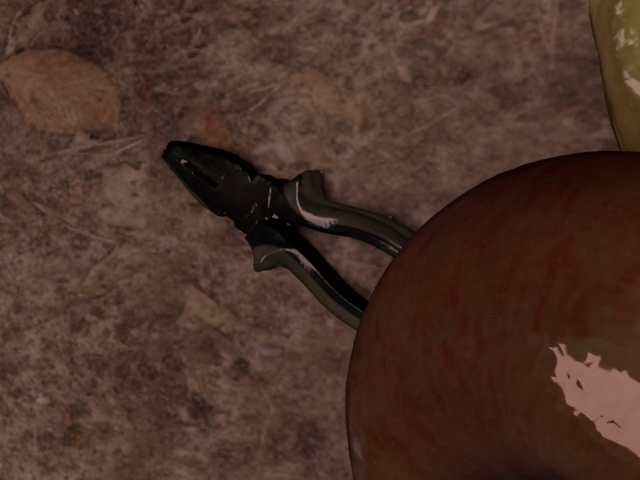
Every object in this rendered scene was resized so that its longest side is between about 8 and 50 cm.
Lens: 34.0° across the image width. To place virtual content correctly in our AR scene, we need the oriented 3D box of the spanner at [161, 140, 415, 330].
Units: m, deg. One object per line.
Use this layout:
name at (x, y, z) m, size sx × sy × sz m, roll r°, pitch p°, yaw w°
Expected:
spanner at (0.000, 0.000, 0.833) m, size 0.325 × 0.040 × 0.095 m, roll 31°, pitch 105°, yaw 21°

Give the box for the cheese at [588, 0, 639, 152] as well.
cheese at (0.277, -0.137, 0.655) m, size 0.214 × 0.117 × 0.225 m, roll -4°, pitch 84°, yaw 20°

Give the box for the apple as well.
apple at (0.167, 0.122, 0.594) m, size 0.345 × 0.269 × 0.344 m, roll 30°, pitch 132°, yaw 41°
